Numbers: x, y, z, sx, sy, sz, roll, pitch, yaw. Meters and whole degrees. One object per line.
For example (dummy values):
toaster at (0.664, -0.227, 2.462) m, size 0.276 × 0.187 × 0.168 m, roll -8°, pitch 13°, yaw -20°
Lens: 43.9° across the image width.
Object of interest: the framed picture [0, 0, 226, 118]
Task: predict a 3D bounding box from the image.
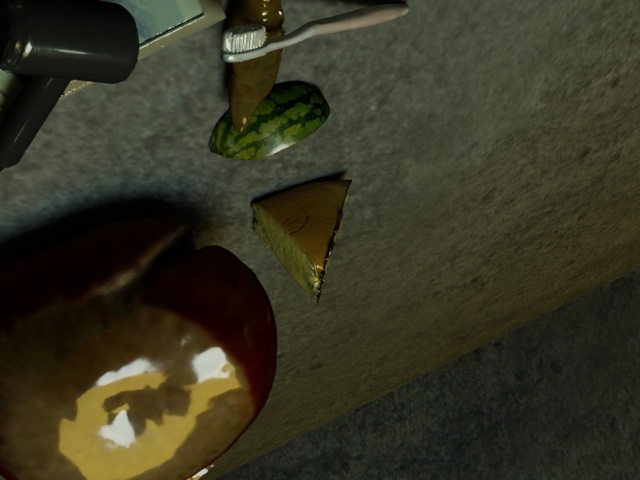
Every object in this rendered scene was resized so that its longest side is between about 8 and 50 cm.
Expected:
framed picture at (-0.232, -0.237, 0.649) m, size 0.247 × 0.022 × 0.335 m, roll -27°, pitch 157°, yaw -2°

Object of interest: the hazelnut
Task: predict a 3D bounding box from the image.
hazelnut at (-0.264, 0.143, 1.052) m, size 0.409 × 0.359 × 0.359 m, roll -25°, pitch 157°, yaw -16°

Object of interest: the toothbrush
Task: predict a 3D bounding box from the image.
toothbrush at (0.007, -0.230, 0.837) m, size 0.307 × 0.025 × 0.029 m, roll -28°, pitch 139°, yaw -44°

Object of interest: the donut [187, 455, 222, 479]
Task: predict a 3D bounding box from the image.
donut at (-0.271, 0.283, 1.267) m, size 0.278 × 0.277 × 0.108 m, roll -29°, pitch 125°, yaw 4°

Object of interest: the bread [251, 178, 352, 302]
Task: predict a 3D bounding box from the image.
bread at (0.000, 0.000, 1.224) m, size 0.169 × 0.160 × 0.140 m, roll -20°, pitch 156°, yaw -16°

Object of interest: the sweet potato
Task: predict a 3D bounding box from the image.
sweet potato at (-0.066, -0.216, 0.827) m, size 0.067 × 0.067 × 0.274 m, roll -16°, pitch 151°, yaw -25°

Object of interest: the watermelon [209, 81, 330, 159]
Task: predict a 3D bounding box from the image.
watermelon at (-0.063, -0.156, 0.983) m, size 0.163 × 0.087 × 0.069 m, roll -26°, pitch 120°, yaw -9°

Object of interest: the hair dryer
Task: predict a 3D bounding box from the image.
hair dryer at (-0.276, -0.134, 0.729) m, size 0.114 × 0.070 × 0.248 m, roll -4°, pitch 156°, yaw -46°
